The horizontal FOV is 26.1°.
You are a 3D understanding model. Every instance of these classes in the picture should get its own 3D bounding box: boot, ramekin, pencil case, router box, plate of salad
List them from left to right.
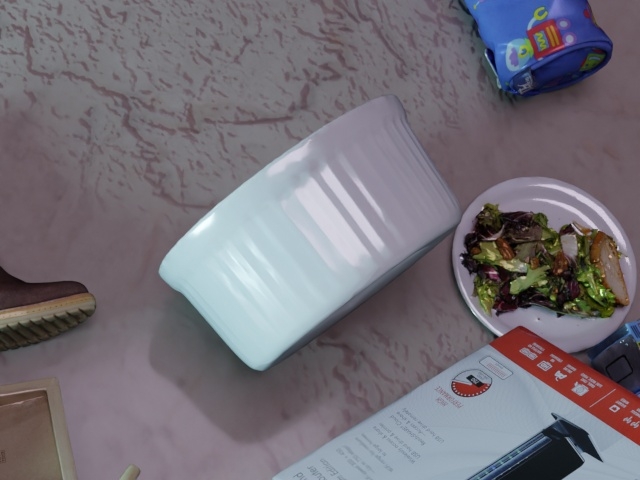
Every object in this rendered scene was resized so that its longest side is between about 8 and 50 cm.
[{"bbox_3d":[-0.350,0.004,1.319,0.248,0.090,0.207,-9,72,-9],"label":"boot"},{"bbox_3d":[0.000,0.000,1.286,0.277,0.277,0.135,-36,84,-21],"label":"ramekin"},{"bbox_3d":[0.205,-0.298,1.523,0.133,0.119,0.306,-31,71,26],"label":"pencil case"},{"bbox_3d":[0.169,0.238,1.204,0.301,0.082,0.335,-29,32,-20],"label":"router box"},{"bbox_3d":[0.236,0.020,1.433,0.199,0.048,0.200,3,68,-8],"label":"plate of salad"}]

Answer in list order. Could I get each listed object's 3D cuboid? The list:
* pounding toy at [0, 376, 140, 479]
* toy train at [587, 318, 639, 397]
[{"bbox_3d":[-0.251,0.235,1.222,0.181,0.094,0.206,-8,54,-15],"label":"pounding toy"},{"bbox_3d":[0.347,0.160,1.363,0.105,0.080,0.184,-7,63,-39],"label":"toy train"}]
